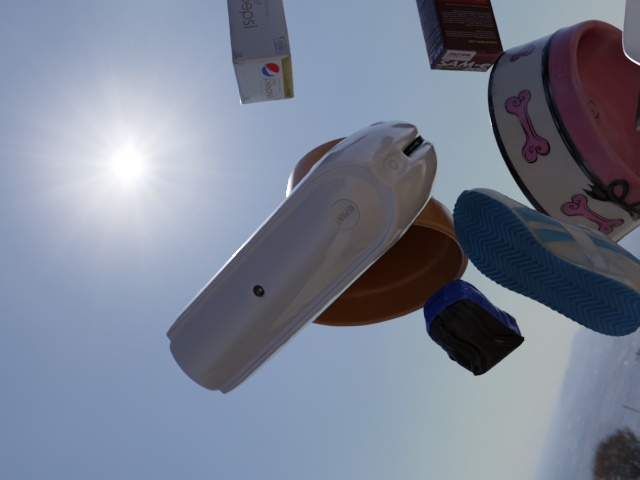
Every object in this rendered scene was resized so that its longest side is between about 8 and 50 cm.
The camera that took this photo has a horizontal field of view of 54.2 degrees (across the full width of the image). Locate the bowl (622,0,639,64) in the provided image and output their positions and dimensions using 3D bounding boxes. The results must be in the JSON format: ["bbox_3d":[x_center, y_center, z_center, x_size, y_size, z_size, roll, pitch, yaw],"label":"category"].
[{"bbox_3d":[0.324,-0.223,0.550,0.142,0.053,0.142,-84,-7,-66],"label":"bowl"}]

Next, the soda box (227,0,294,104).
[{"bbox_3d":[-0.078,-0.276,0.777,0.074,0.069,0.216,87,176,-61],"label":"soda box"}]

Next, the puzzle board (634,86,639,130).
[{"bbox_3d":[0.438,-0.212,0.805,0.096,0.011,0.128,104,-167,-48],"label":"puzzle board"}]

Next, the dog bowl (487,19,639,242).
[{"bbox_3d":[0.492,-0.203,1.107,0.407,0.150,0.408,15,-117,-31],"label":"dog bowl"}]

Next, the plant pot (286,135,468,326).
[{"bbox_3d":[0.059,-0.023,0.972,0.291,0.290,0.204,68,-171,-56],"label":"plant pot"}]

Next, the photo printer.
[{"bbox_3d":[0.000,0.000,0.672,0.307,0.107,0.256,-45,0,23],"label":"photo printer"}]

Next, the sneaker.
[{"bbox_3d":[0.250,0.013,0.689,0.092,0.228,0.087,-31,-31,-46],"label":"sneaker"}]

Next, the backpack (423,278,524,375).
[{"bbox_3d":[0.202,0.114,0.879,0.098,0.120,0.101,-49,19,19],"label":"backpack"}]

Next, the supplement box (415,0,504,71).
[{"bbox_3d":[0.266,-0.457,1.241,0.073,0.130,0.240,129,136,-65],"label":"supplement box"}]
